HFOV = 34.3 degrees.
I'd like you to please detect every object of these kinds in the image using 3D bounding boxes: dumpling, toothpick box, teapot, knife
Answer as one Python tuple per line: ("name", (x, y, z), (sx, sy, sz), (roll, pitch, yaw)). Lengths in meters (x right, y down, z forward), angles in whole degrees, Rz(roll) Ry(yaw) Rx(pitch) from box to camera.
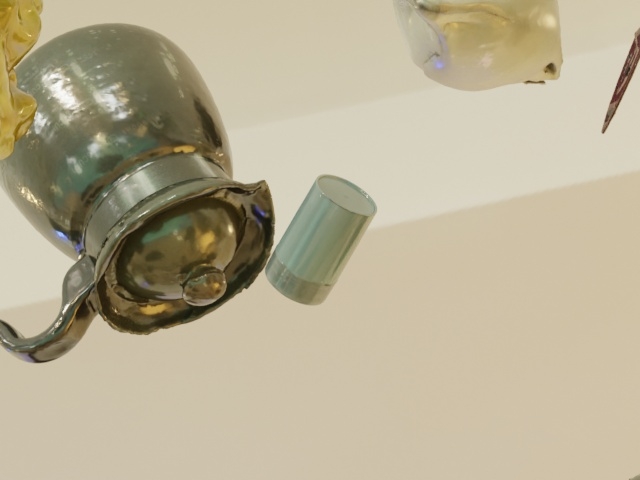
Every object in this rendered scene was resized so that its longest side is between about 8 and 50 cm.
("dumpling", (0.165, -0.304, 1.225), (0.341, 0.260, 0.181), (-7, -22, -35))
("toothpick box", (0.000, 0.000, 0.749), (0.052, 0.052, 0.083), (22, -63, -18))
("teapot", (-0.196, -0.031, 0.950), (0.305, 0.285, 0.223), (-19, -39, -27))
("knife", (0.362, -0.234, 1.161), (0.018, 0.035, 0.247), (15, -65, -8))

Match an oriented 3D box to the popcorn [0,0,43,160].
("popcorn", (-0.267, -0.080, 0.504), (0.265, 0.233, 0.192), (-9, -55, -7))

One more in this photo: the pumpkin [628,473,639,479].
("pumpkin", (0.337, 0.273, 0.872), (0.211, 0.212, 0.152), (12, -60, -13))
